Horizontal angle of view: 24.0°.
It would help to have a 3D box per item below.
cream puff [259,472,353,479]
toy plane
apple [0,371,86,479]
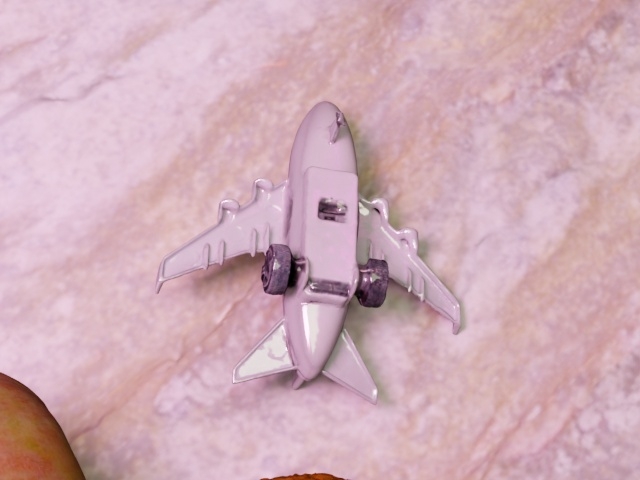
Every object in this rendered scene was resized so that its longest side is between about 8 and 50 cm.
[{"bbox_3d":[-0.005,0.310,1.029,0.303,0.212,0.303,-10,72,32],"label":"cream puff"},{"bbox_3d":[0.001,-0.001,1.203,0.251,0.101,0.255,9,69,-13],"label":"toy plane"},{"bbox_3d":[-0.271,0.215,1.027,0.234,0.257,0.256,-14,71,-18],"label":"apple"}]
